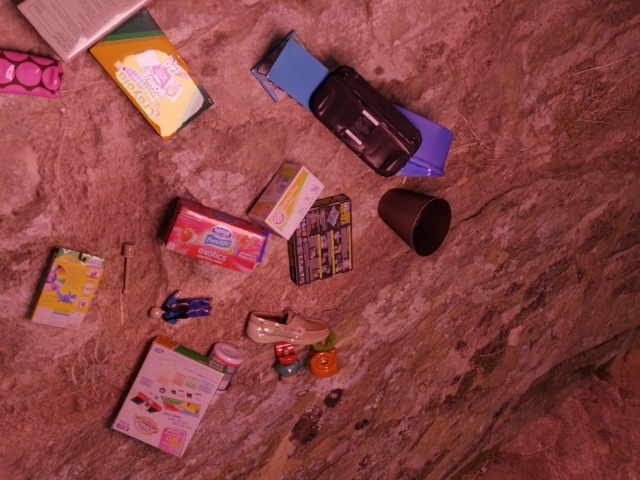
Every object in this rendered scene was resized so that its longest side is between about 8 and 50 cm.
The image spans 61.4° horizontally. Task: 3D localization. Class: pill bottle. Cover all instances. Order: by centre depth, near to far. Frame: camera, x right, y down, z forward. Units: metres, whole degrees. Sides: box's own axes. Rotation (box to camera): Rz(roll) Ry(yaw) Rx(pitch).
[{"bbox_3d":[-0.336,0.436,1.756,0.108,0.108,0.180,23,100,-35],"label":"pill bottle"}]

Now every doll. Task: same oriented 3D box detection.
[{"bbox_3d":[-0.422,0.206,1.641,0.189,0.046,0.129,-5,124,-20],"label":"doll"}]

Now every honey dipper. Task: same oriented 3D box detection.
[{"bbox_3d":[-0.546,0.083,1.526,0.030,0.030,0.161,0,113,-29],"label":"honey dipper"}]

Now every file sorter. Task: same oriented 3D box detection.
[{"bbox_3d":[-0.071,-0.455,1.479,0.170,0.104,0.118,30,95,-36],"label":"file sorter"}]

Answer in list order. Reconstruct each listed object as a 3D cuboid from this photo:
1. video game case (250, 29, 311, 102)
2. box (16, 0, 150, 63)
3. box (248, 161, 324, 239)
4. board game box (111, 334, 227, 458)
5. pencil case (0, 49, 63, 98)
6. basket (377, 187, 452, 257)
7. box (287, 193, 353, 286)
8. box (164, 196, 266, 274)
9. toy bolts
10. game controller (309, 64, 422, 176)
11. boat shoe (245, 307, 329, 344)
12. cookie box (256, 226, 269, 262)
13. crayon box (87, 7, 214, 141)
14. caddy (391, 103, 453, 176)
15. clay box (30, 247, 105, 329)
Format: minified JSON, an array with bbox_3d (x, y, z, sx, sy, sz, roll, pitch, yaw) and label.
[{"bbox_3d":[-0.101,-0.489,1.522,0.166,0.015,0.119,-45,126,-4],"label":"video game case"},{"bbox_3d":[-0.500,-0.550,1.204,0.311,0.121,0.148,-40,125,-8],"label":"box"},{"bbox_3d":[-0.102,-0.118,1.608,0.103,0.114,0.203,41,79,-35],"label":"box"},{"bbox_3d":[-0.467,0.485,1.670,0.242,0.064,0.316,27,98,-7],"label":"board game box"},{"bbox_3d":[-0.689,-0.368,1.203,0.209,0.095,0.098,-2,78,-26],"label":"pencil case"},{"bbox_3d":[0.304,-0.080,1.805,0.154,0.227,0.204,1,111,-29],"label":"basket"},{"bbox_3d":[0.000,0.000,1.775,0.216,0.060,0.270,-16,119,-23],"label":"box"},{"bbox_3d":[-0.301,-0.012,1.536,0.257,0.122,0.128,21,101,-23],"label":"box"},{"bbox_3d":[-0.042,0.444,1.883,0.228,0.218,0.158,-7,123,-7],"label":"toy bolts"},{"bbox_3d":[0.125,-0.324,1.479,0.319,0.067,0.166,41,101,-8],"label":"game controller"},{"bbox_3d":[-0.101,0.285,1.823,0.302,0.109,0.098,5,111,-25],"label":"boat shoe"},{"bbox_3d":[-0.216,0.009,1.668,0.092,0.040,0.107,8,107,-31],"label":"cookie box"},{"bbox_3d":[-0.417,-0.409,1.340,0.165,0.081,0.278,-41,125,-7],"label":"crayon box"},{"bbox_3d":[0.232,-0.291,1.644,0.341,0.241,0.179,19,95,-15],"label":"caddy"},{"bbox_3d":[-0.680,0.126,1.456,0.127,0.053,0.222,20,100,-34],"label":"clay box"}]
